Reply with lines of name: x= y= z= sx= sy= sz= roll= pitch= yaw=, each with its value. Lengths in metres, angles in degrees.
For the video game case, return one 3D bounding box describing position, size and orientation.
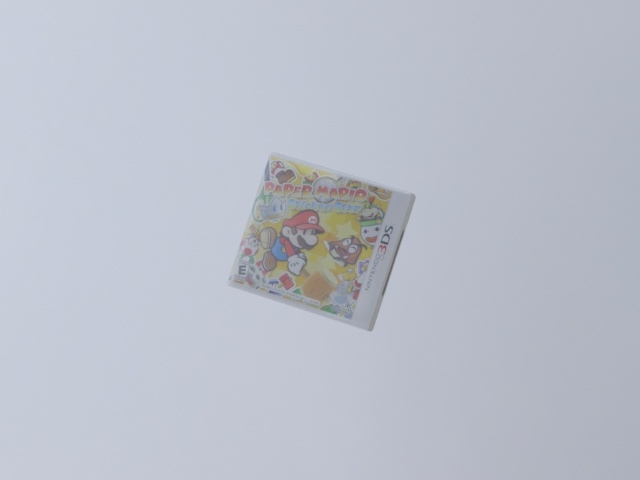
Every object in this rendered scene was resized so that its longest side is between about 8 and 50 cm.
video game case: x=0.000 y=0.000 z=2.430 sx=0.026 sy=0.227 sz=0.206 roll=27 pitch=-99 yaw=-72
